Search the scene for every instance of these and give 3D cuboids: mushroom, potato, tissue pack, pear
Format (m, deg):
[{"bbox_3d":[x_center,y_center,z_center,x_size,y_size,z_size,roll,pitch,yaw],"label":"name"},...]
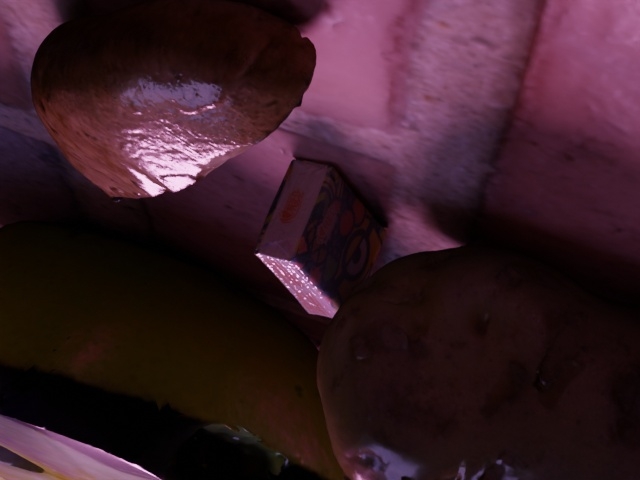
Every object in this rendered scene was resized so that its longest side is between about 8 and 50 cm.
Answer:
[{"bbox_3d":[-0.091,-0.070,0.778,0.094,0.072,0.209,41,154,-27],"label":"mushroom"},{"bbox_3d":[0.123,0.098,0.884,0.262,0.165,0.165,20,161,-8],"label":"potato"},{"bbox_3d":[0.000,0.000,0.894,0.035,0.063,0.083,13,159,31],"label":"tissue pack"},{"bbox_3d":[-0.129,0.108,1.158,0.398,0.165,0.399,18,161,7],"label":"pear"}]
